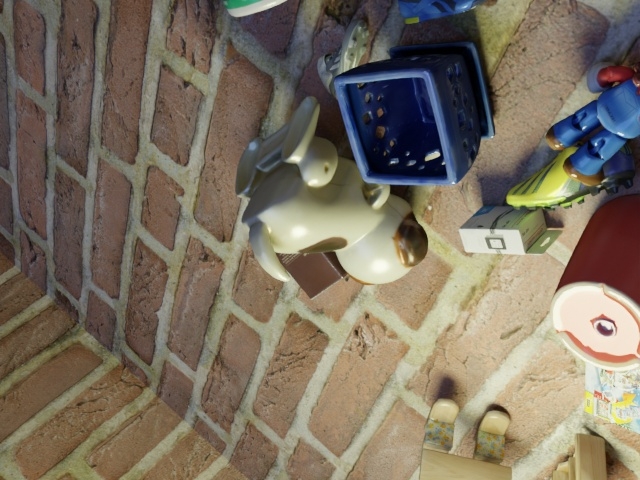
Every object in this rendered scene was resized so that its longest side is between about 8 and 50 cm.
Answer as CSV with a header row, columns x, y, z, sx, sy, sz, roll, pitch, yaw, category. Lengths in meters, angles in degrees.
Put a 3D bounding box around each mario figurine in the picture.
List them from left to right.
x,y,z,sx,sy,sz,roll,pitch,yaw,category
0.544,-0.224,1.430,0.198,0.170,0.320,42,133,-7,mario figurine

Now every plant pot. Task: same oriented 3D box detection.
x,y,z,sx,sy,sz,roll,pitch,yaw,category
0.197,-0.257,1.675,0.236,0.212,0.236,6,125,42,plant pot
0.561,0.092,1.579,0.275,0.243,0.275,26,136,27,plant pot

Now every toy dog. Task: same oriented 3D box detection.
x,y,z,sx,sy,sz,roll,pitch,yaw,category
0.050,-0.059,1.882,0.408,0.395,0.284,28,135,-26,toy dog

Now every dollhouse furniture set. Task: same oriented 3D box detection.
x,y,z,sx,sy,sz,roll,pitch,yaw,category
0.434,0.562,2.024,0.394,0.362,0.256,12,136,2,dollhouse furniture set

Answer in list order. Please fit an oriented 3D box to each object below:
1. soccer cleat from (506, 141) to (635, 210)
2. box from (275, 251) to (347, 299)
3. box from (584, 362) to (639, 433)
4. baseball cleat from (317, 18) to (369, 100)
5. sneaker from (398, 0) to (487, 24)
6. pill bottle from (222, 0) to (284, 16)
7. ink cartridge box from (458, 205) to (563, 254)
x,y,z,sx,sy,sz,roll,pitch,yaw,category
0.468,-0.128,1.637,0.289,0.093,0.121,-19,76,55,soccer cleat
0.000,0.000,2.120,0.203,0.168,0.167,51,142,0,box
0.644,0.298,1.828,0.159,0.044,0.233,18,132,35,box
0.040,-0.390,1.837,0.109,0.072,0.206,38,137,26,baseball cleat
0.227,-0.458,1.596,0.209,0.069,0.082,1,117,45,sneaker
-0.162,-0.647,1.698,0.204,0.204,0.361,2,126,44,pill bottle
0.389,-0.023,1.767,0.180,0.104,0.060,2,121,43,ink cartridge box
